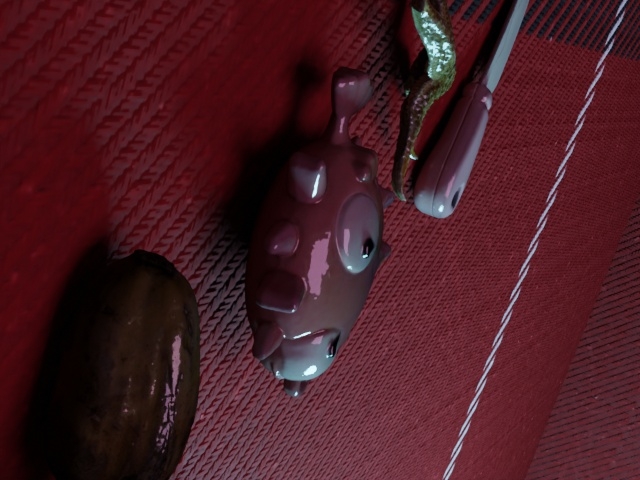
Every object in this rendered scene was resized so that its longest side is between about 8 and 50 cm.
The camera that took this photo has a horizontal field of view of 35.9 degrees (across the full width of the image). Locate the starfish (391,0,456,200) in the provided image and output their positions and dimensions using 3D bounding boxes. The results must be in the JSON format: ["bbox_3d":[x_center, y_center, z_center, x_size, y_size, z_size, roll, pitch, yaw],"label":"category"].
[{"bbox_3d":[0.084,-0.131,0.808,0.223,0.050,0.216,69,36,-70],"label":"starfish"}]

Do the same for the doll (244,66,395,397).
[{"bbox_3d":[0.000,0.000,0.746,0.211,0.093,0.261,-19,124,-69],"label":"doll"}]

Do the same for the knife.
[{"bbox_3d":[0.183,-0.175,1.032,0.335,0.043,0.081,-64,162,-9],"label":"knife"}]

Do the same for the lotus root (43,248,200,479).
[{"bbox_3d":[-0.118,0.091,0.608,0.080,0.089,0.179,-130,-127,-70],"label":"lotus root"}]
